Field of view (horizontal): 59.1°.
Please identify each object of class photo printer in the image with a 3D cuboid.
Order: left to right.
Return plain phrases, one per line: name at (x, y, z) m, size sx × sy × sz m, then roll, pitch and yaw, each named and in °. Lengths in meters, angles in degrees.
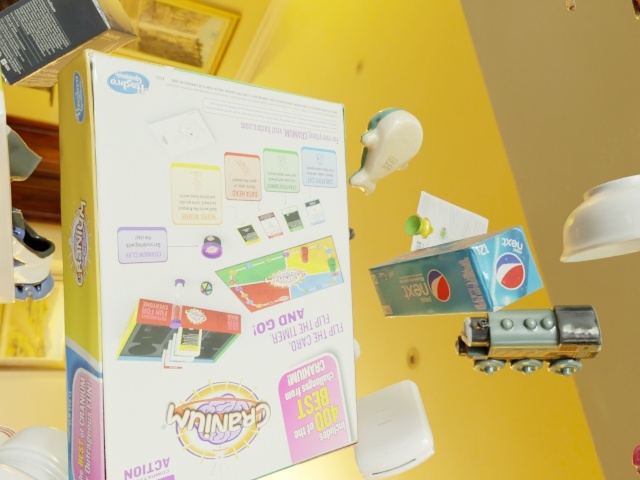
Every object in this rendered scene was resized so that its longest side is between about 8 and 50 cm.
photo printer at (0.221, 0.609, 1.802) m, size 0.107 × 0.255 × 0.308 m, roll 61°, pitch 10°, yaw -23°

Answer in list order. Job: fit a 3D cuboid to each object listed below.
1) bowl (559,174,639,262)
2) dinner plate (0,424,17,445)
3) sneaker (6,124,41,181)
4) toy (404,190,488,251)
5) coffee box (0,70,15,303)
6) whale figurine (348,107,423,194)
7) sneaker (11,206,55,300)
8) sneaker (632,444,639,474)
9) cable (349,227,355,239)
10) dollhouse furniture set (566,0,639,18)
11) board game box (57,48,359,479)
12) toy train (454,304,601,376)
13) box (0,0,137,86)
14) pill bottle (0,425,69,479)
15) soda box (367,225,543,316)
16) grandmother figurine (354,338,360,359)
bowl at (0.637, -0.051, 1.172) m, size 0.298 × 0.297 × 0.134 m, roll -30°, pitch -113°, yaw 59°
dinner plate at (-0.680, 0.424, 1.136) m, size 0.017 × 0.141 × 0.141 m, roll 39°, pitch -61°, yaw 47°
sneaker at (-0.769, -0.152, 1.312) m, size 0.222 × 0.118 × 0.083 m, roll -44°, pitch -144°, yaw -6°
toy at (0.258, -0.006, 1.182) m, size 0.056 × 0.237 × 0.137 m, roll 4°, pitch -99°, yaw 47°
coffee box at (-0.585, -0.131, 0.704) m, size 0.335 × 0.337 × 0.338 m, roll 62°, pitch -38°, yaw 35°
whale figurine at (0.179, -0.272, 1.692) m, size 0.272 × 0.216 × 0.141 m, roll -54°, pitch -134°, yaw 14°
sneaker at (-0.684, 0.010, 1.134) m, size 0.182 × 0.315 × 0.127 m, roll -59°, pitch -138°, yaw 25°
sneaker at (0.731, 0.432, 1.048) m, size 0.252 × 0.111 × 0.103 m, roll 26°, pitch -54°, yaw 37°
cable at (0.000, 0.000, 1.237) m, size 0.184 × 0.150 × 0.047 m, roll 25°, pitch 53°, yaw -80°
dollhouse furniture set at (0.431, -0.386, 0.837) m, size 0.129 × 0.183 × 0.129 m, roll -10°, pitch -117°, yaw 28°
board game box at (-0.078, 0.032, 0.462) m, size 0.064 × 0.242 × 0.317 m, roll -4°, pitch -93°, yaw 47°
toy train at (0.489, 0.229, 1.331) m, size 0.190 × 0.333 × 0.142 m, roll 77°, pitch 15°, yaw -55°
box at (-0.455, -0.365, 0.992) m, size 0.108 × 0.207 × 0.153 m, roll 63°, pitch 7°, yaw -13°
pill bottle at (-0.284, 0.269, 0.423) m, size 0.272 × 0.152 × 0.153 m, roll -58°, pitch 166°, yaw -69°
soda box at (0.138, 0.040, 0.626) m, size 0.210 × 0.071 × 0.067 m, roll -19°, pitch -89°, yaw 66°
grandmother figurine at (-0.022, 0.346, 1.887) m, size 0.104 × 0.342 × 0.208 m, roll -66°, pitch -155°, yaw 24°
